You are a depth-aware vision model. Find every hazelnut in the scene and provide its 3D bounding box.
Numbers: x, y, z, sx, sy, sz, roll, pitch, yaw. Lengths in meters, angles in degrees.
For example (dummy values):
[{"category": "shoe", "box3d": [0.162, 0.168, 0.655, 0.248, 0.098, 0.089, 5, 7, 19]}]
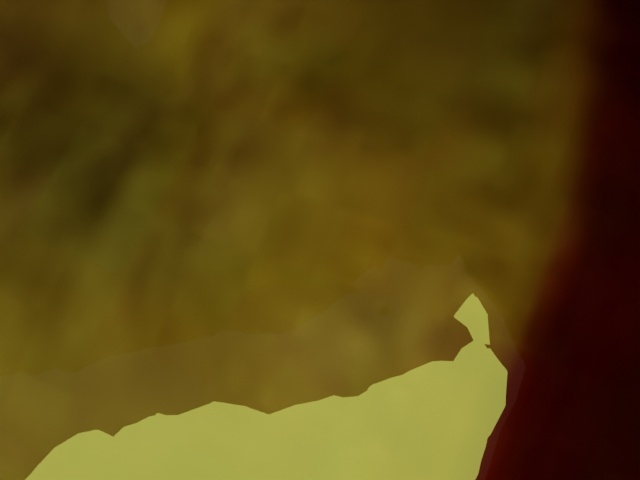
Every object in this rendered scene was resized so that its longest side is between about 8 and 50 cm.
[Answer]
[{"category": "hazelnut", "box3d": [0.000, 0.000, 0.644, 0.409, 0.359, 0.359, 24, 119, 19]}]
